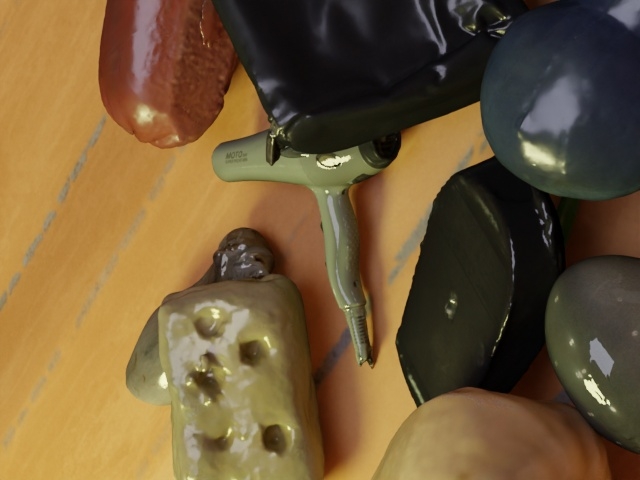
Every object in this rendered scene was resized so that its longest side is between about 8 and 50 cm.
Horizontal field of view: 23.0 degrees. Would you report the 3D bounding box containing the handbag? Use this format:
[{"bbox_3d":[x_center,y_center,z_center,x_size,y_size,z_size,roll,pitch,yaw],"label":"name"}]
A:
[{"bbox_3d":[0.026,-0.226,1.486,0.275,0.178,0.301,-29,70,2],"label":"handbag"}]

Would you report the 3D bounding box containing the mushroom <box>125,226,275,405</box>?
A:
[{"bbox_3d":[-0.131,0.084,1.696,0.225,0.093,0.116,-54,37,32],"label":"mushroom"}]

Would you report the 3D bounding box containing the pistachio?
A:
[{"bbox_3d":[0.134,0.244,1.382,0.214,0.193,0.318,58,145,9],"label":"pistachio"}]

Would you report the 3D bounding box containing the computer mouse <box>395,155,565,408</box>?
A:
[{"bbox_3d":[0.155,0.053,1.450,0.168,0.087,0.295,-115,33,-43],"label":"computer mouse"}]

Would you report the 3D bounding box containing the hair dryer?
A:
[{"bbox_3d":[-0.025,-0.020,1.621,0.229,0.092,0.267,18,108,40],"label":"hair dryer"}]

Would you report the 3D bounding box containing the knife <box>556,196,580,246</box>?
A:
[{"bbox_3d":[0.227,-0.037,1.439,0.078,0.023,0.166,35,118,48],"label":"knife"}]

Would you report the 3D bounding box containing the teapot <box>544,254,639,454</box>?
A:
[{"bbox_3d":[0.315,0.056,1.281,0.251,0.183,0.183,-35,67,21],"label":"teapot"}]

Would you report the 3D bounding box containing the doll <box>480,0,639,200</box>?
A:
[{"bbox_3d":[0.250,-0.152,1.311,0.228,0.154,0.258,36,97,31],"label":"doll"}]

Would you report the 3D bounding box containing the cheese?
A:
[{"bbox_3d":[-0.082,0.171,1.611,0.159,0.093,0.262,-9,93,8],"label":"cheese"}]

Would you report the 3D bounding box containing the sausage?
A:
[{"bbox_3d":[-0.154,-0.239,1.683,0.152,0.152,0.279,19,101,39],"label":"sausage"}]
